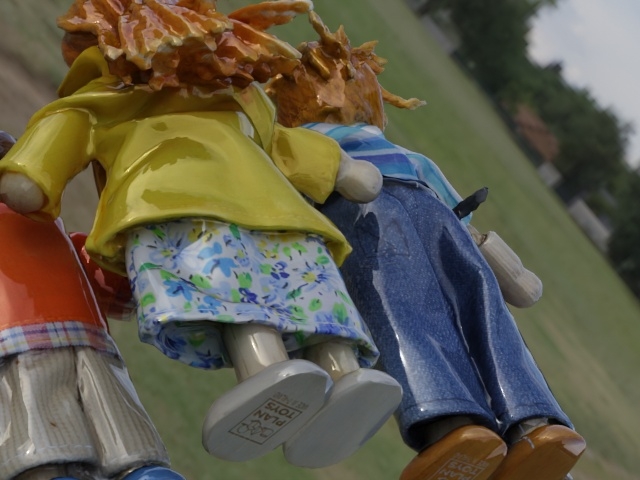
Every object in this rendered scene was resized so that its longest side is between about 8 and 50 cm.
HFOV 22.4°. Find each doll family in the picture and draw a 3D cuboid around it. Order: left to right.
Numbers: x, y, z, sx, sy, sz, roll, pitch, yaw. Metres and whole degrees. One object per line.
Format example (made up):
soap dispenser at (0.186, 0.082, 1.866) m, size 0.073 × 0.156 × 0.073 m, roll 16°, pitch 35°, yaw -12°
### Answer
doll family at (0.000, 0.000, 0.467) m, size 0.263 × 0.118 × 0.163 m, roll 15°, pitch 37°, yaw -42°
